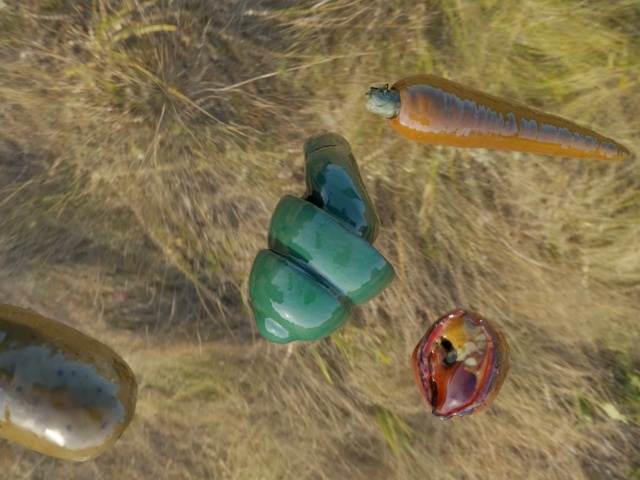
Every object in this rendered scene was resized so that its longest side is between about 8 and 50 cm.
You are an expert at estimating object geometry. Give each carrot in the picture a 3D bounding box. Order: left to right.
[{"bbox_3d":[0.190,-0.121,1.147,0.336,0.069,0.069,6,97,-28],"label":"carrot"}]

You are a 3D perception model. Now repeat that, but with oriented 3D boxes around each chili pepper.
[{"bbox_3d":[0.119,0.103,0.941,0.086,0.192,0.084,-38,80,5],"label":"chili pepper"}]

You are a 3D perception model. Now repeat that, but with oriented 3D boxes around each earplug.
[{"bbox_3d":[-0.007,-0.004,1.334,0.164,0.257,0.280,43,70,-29],"label":"earplug"}]

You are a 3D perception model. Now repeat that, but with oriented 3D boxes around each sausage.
[{"bbox_3d":[-0.412,0.108,1.141,0.501,0.123,0.136,11,132,17],"label":"sausage"}]

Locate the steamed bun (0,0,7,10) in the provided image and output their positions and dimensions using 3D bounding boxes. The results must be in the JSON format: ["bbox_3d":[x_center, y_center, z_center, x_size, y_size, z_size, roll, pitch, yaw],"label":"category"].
[{"bbox_3d":[-0.435,-0.359,1.018,0.375,0.241,0.374,2,141,2],"label":"steamed bun"}]
